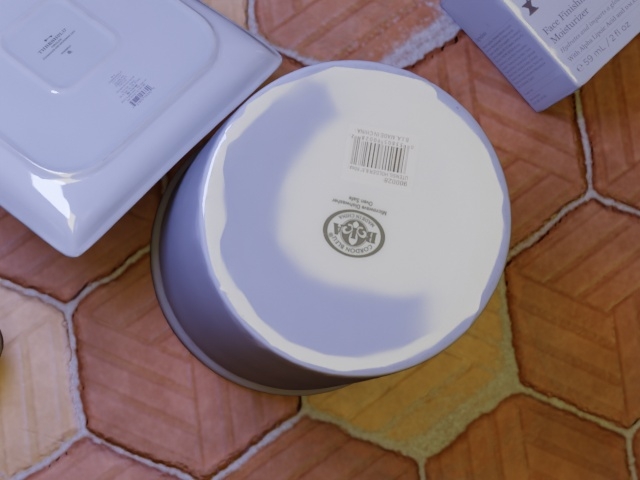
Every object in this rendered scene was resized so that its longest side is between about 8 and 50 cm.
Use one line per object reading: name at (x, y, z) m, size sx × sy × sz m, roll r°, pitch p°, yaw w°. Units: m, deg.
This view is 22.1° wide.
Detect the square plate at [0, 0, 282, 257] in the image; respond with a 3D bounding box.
square plate at (-0.272, -0.195, 1.716) m, size 0.344 × 0.049 × 0.347 m, roll 36°, pitch 60°, yaw 13°

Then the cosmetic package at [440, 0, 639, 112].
cosmetic package at (0.267, -0.275, 1.906) m, size 0.151 × 0.151 × 0.183 m, roll -43°, pitch 93°, yaw -13°

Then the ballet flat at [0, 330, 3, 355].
ballet flat at (-0.510, 0.087, 1.734) m, size 0.342 × 0.124 × 0.116 m, roll 6°, pitch 100°, yaw -21°

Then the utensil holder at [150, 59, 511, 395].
utensil holder at (0.000, 0.000, 1.710) m, size 0.328 × 0.385 × 0.327 m, roll 1°, pitch 85°, yaw -10°
